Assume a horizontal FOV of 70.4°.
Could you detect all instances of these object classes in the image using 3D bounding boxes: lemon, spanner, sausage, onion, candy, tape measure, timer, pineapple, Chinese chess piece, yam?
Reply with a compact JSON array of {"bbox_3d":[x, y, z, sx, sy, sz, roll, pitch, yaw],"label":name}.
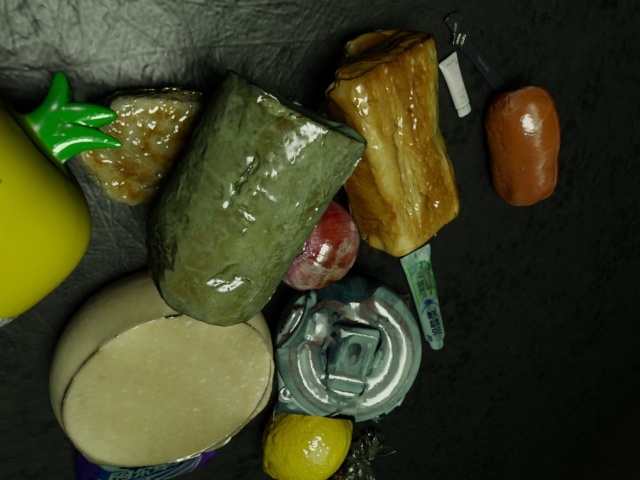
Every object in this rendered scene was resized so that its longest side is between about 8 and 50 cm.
[{"bbox_3d":[-0.029,0.412,0.951,0.181,0.181,0.193,27,79,-37],"label":"lemon"},{"bbox_3d":[0.274,-0.319,0.787,0.209,0.012,0.046,28,101,-38],"label":"spanner"},{"bbox_3d":[0.386,-0.172,0.864,0.133,0.133,0.258,-30,128,-10],"label":"sausage"},{"bbox_3d":[0.000,0.000,0.745,0.195,0.160,0.159,-4,122,-55],"label":"onion"},{"bbox_3d":[-0.310,0.406,0.859,0.276,0.070,0.145,-3,127,-30],"label":"candy"},{"bbox_3d":[0.046,0.194,0.801,0.257,0.147,0.274,8,93,-6],"label":"tape measure"},{"bbox_3d":[-0.328,-0.066,0.449,0.285,0.285,0.285,-14,123,-22],"label":"timer"},{"bbox_3d":[0.088,0.599,1.173,0.125,0.125,0.251,24,99,-37],"label":"pineapple"},{"bbox_3d":[-0.241,0.205,0.731,0.338,0.140,0.337,-12,122,-21],"label":"Chinese chess piece"},{"bbox_3d":[-0.094,-0.048,0.571,0.195,0.195,0.300,19,117,-36],"label":"yam"}]

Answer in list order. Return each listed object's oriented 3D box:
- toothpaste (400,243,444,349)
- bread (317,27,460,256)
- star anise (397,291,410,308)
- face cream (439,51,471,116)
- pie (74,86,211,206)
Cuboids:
[{"bbox_3d":[0.239,0.138,1.019,0.075,0.048,0.296,-28,125,-11],"label":"toothpaste"},{"bbox_3d":[0.108,-0.143,0.714,0.195,0.149,0.343,-36,129,-20],"label":"bread"},{"bbox_3d":[0.085,0.196,0.933,0.214,0.099,0.219,17,109,-25],"label":"star anise"},{"bbox_3d":[0.236,-0.269,0.790,0.038,0.020,0.115,-37,126,-4],"label":"face cream"},{"bbox_3d":[-0.213,-0.121,0.590,0.194,0.079,0.163,-7,126,-35],"label":"pie"}]
